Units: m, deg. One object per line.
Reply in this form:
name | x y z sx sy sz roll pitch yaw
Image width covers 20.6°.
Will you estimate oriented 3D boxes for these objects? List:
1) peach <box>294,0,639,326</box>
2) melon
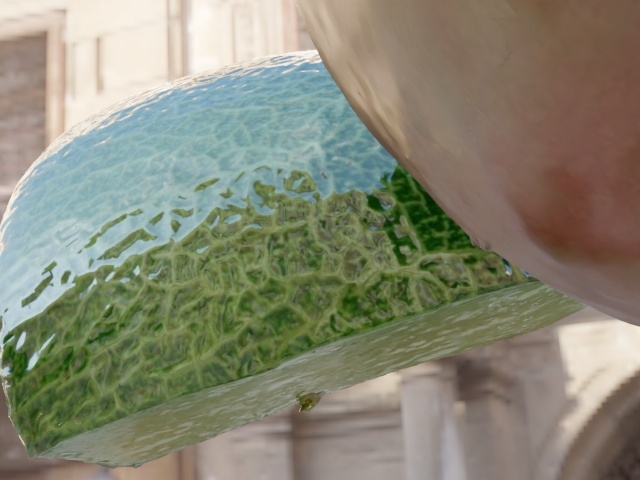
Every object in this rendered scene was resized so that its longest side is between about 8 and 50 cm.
peach | 0.124 -0.090 0.426 0.292 0.292 0.247 2 -47 -10
melon | 0.000 0.000 1.060 0.343 0.331 0.226 -25 -67 13
